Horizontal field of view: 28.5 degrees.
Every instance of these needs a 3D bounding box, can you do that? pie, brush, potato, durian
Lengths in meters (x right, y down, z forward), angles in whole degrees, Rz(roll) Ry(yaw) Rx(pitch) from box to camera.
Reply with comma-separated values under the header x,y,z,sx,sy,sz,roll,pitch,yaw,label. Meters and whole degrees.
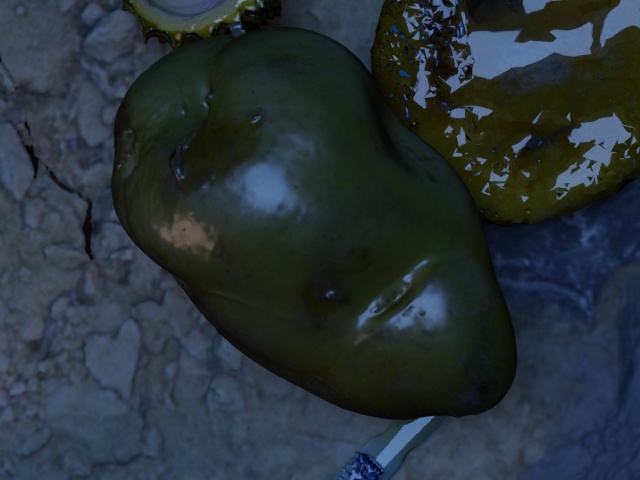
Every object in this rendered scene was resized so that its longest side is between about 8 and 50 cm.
x,y,z,sx,sy,sz,roll,pitch,yaw,label
0.160,-0.145,0.966,0.273,0.069,0.273,-1,83,12,pie
0.050,0.160,0.972,0.178,0.030,0.033,-47,66,3,brush
0.000,0.000,0.914,0.351,0.202,0.218,46,115,-3,potato
-0.100,-0.242,1.038,0.140,0.078,0.224,-26,67,20,durian
